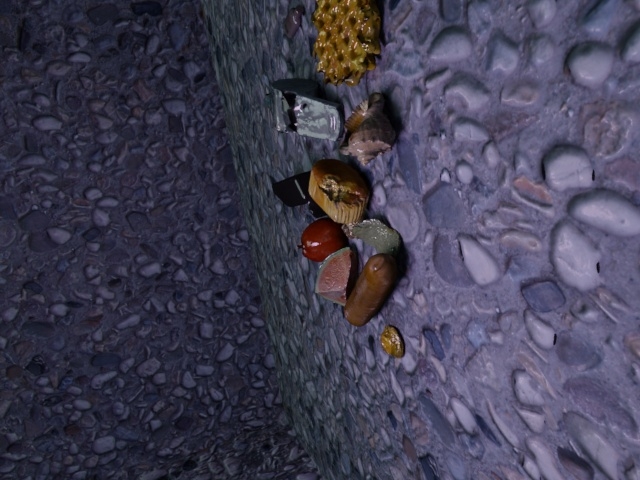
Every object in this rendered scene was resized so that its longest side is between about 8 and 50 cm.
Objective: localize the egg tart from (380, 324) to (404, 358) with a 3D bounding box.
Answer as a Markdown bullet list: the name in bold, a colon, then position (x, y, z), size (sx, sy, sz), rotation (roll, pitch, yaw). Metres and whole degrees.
- **egg tart**: position (0.254, 0.368, 1.707), size (0.130, 0.052, 0.130), rotation (164, 90, -73)

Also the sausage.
- **sausage**: position (0.177, 0.170, 1.651), size (0.123, 0.136, 0.501), rotation (49, 155, 18)

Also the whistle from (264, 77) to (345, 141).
- **whistle**: position (-0.071, -0.495, 1.796), size (0.405, 0.188, 0.168), rotation (-129, 32, -49)

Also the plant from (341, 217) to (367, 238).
- **plant**: position (0.136, -0.064, 1.732), size (0.116, 0.104, 0.122), rotation (-32, 38, 35)

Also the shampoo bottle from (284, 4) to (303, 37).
- **shampoo bottle**: position (-0.104, -0.867, 1.850), size (0.165, 0.040, 0.080), rotation (167, 90, -70)

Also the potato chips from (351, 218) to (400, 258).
- **potato chips**: position (0.197, 0.004, 1.597), size (0.228, 0.059, 0.167), rotation (37, 148, 38)

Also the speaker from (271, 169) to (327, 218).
- **speaker**: position (-0.057, -0.194, 1.989), size (0.388, 0.180, 0.184), rotation (4, 112, 69)

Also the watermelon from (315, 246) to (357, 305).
- **watermelon**: position (0.060, 0.136, 1.868), size (0.128, 0.146, 0.231), rotation (20, -100, -69)

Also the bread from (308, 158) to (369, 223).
- **bread**: position (0.064, -0.183, 1.662), size (0.133, 0.179, 0.250), rotation (104, 147, -44)

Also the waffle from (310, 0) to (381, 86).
- **waffle**: position (0.073, -0.668, 1.438), size (0.379, 0.095, 0.382), rotation (-149, 51, -62)

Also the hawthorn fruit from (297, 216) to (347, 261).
- **hawthorn fruit**: position (0.000, 0.000, 1.923), size (0.185, 0.202, 0.185), rotation (163, 90, -78)

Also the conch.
- **conch**: position (0.139, -0.328, 1.401), size (0.163, 0.178, 0.245), rotation (34, -118, -59)
